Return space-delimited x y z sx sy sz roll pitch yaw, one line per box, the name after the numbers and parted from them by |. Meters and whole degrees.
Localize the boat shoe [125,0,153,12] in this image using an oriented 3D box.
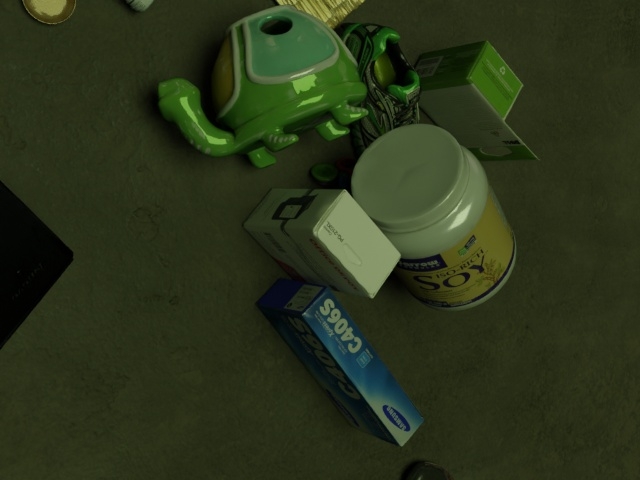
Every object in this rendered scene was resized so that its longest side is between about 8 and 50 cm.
-0.255 -0.479 1.374 0.076 0.083 0.226 38 73 -31 | boat shoe

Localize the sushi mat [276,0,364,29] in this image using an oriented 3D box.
-0.053 -0.514 1.528 0.151 0.019 0.316 -44 116 -7 | sushi mat

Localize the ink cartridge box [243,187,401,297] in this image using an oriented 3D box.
0.000 0.000 1.486 0.172 0.237 0.100 48 68 -27 | ink cartridge box

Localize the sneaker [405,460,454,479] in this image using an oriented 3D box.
0.305 0.574 1.775 0.281 0.162 0.106 49 68 -27 | sneaker

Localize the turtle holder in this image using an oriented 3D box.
-0.093 -0.253 1.438 0.320 0.243 0.227 -22 91 10 | turtle holder

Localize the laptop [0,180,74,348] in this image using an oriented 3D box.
-0.639 0.025 1.193 0.408 0.236 0.382 35 71 -1 | laptop

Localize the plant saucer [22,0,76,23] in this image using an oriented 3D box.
-0.421 -0.376 1.311 0.083 0.015 0.083 -3 95 -33 | plant saucer

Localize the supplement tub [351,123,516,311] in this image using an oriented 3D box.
0.212 -0.038 1.570 0.241 0.241 0.331 -60 143 -15 | supplement tub

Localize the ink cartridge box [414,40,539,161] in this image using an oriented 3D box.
0.321 -0.270 1.714 0.255 0.189 0.097 40 70 -31 | ink cartridge box

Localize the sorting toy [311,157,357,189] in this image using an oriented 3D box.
0.031 -0.121 1.617 0.102 0.061 0.042 -18 138 -24 | sorting toy

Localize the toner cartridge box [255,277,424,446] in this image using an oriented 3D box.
0.037 0.225 1.572 0.075 0.165 0.347 -45 115 -22 | toner cartridge box

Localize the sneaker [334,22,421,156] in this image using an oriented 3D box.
0.130 -0.246 1.606 0.134 0.146 0.343 -41 121 -24 | sneaker
